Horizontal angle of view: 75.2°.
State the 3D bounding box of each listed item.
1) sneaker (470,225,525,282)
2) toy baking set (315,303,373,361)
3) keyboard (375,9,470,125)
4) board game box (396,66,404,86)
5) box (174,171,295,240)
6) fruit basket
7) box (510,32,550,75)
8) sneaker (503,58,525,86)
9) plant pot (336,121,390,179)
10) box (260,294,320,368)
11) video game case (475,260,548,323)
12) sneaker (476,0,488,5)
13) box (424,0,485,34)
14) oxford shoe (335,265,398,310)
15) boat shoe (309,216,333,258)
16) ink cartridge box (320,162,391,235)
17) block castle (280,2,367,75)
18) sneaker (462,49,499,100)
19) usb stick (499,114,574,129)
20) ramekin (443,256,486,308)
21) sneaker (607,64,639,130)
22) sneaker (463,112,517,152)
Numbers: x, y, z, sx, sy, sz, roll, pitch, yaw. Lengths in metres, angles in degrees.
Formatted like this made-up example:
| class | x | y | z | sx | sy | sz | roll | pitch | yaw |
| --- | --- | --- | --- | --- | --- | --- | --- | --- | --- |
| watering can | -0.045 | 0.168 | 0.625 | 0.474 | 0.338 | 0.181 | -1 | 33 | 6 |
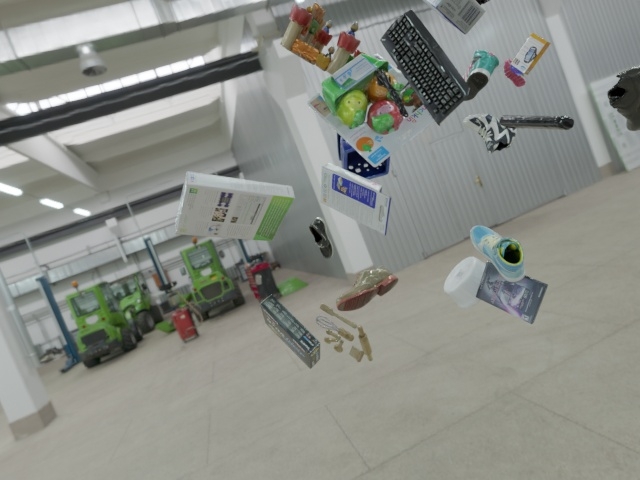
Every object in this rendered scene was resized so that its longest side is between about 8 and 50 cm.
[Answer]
| class | x | y | z | sx | sy | sz | roll | pitch | yaw |
| --- | --- | --- | --- | --- | --- | --- | --- | --- | --- |
| sneaker | 0.771 | 0.015 | 1.805 | 0.127 | 0.319 | 0.208 | -34 | -35 | 1 |
| toy baking set | 0.079 | 0.331 | 1.438 | 0.196 | 0.256 | 0.030 | 6 | 39 | 30 |
| keyboard | 0.249 | -0.445 | 1.127 | 0.033 | 0.317 | 0.201 | -9 | -25 | -41 |
| board game box | 0.419 | -0.616 | 1.617 | 0.165 | 0.243 | 0.042 | -32 | 6 | 35 |
| box | -0.268 | -0.094 | 1.285 | 0.322 | 0.058 | 0.232 | 6 | -39 | -25 |
| fruit basket | 0.182 | -0.450 | 1.366 | 0.327 | 0.353 | 0.165 | -38 | -27 | -8 |
| box | 0.760 | -0.674 | 1.517 | 0.028 | 0.081 | 0.136 | 1 | -46 | -31 |
| sneaker | 0.892 | -0.786 | 1.920 | 0.170 | 0.075 | 0.063 | 28 | -38 | -36 |
| plant pot | 0.203 | -0.449 | 2.062 | 0.236 | 0.212 | 0.236 | -15 | -37 | -3 |
| box | -0.092 | 0.288 | 1.299 | 0.051 | 0.220 | 0.175 | -40 | -23 | -22 |
| video game case | 0.865 | 0.232 | 1.897 | 0.026 | 0.196 | 0.274 | -12 | 29 | -44 |
| sneaker | 0.691 | -1.038 | 1.672 | 0.121 | 0.112 | 0.299 | 2 | -4 | -16 |
| box | 0.328 | -0.612 | 1.061 | 0.126 | 0.137 | 0.072 | 19 | -55 | -33 |
| oxford shoe | 0.195 | 0.219 | 1.921 | 0.348 | 0.130 | 0.123 | -19 | -35 | -32 |
| boat shoe | 0.000 | 0.000 | 2.067 | 0.084 | 0.233 | 0.079 | 7 | 39 | 36 |
| ink cartridge box | 0.148 | -0.175 | 1.703 | 0.069 | 0.176 | 0.371 | -27 | 44 | -35 |
| block castle | 0.042 | -0.825 | 1.746 | 0.213 | 0.303 | 0.453 | -60 | -5 | 19 |
| sneaker | 0.711 | -0.770 | 1.905 | 0.178 | 0.124 | 0.295 | -60 | 7 | -5 |
| usb stick | 0.760 | -0.423 | 1.481 | 0.077 | 0.045 | 0.278 | 8 | 13 | -24 |
| ramekin | 0.796 | 0.219 | 2.244 | 0.277 | 0.135 | 0.277 | -53 | 2 | 2 |
| sneaker | 0.939 | -0.429 | 1.251 | 0.130 | 0.109 | 0.286 | -4 | -26 | 28 |
| sneaker | 0.745 | -0.467 | 1.851 | 0.235 | 0.153 | 0.094 | 18 | -18 | 2 |
